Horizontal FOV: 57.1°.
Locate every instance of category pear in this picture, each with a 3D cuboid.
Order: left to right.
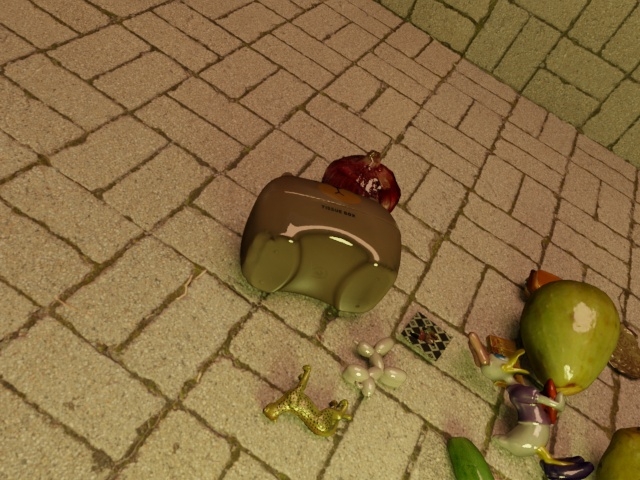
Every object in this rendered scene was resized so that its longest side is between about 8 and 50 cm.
[{"bbox_3d":[0.793,0.603,1.386,0.269,0.269,0.321,-5,71,-31],"label":"pear"}]

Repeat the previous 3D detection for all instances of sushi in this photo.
[{"bbox_3d":[0.282,0.263,1.586,0.120,0.026,0.126,38,39,12],"label":"sushi"}]

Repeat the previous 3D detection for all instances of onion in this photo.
[{"bbox_3d":[0.130,-0.171,1.767,0.252,0.219,0.252,17,35,-12],"label":"onion"}]

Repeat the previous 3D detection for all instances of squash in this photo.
[{"bbox_3d":[0.358,0.569,1.300,0.082,0.082,0.292,3,49,-26],"label":"squash"}]

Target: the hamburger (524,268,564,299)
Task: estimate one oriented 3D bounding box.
[{"bbox_3d":[0.715,0.172,1.854,0.166,0.087,0.137,31,44,3],"label":"hamburger"}]

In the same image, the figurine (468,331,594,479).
[{"bbox_3d":[0.504,0.417,1.472,0.194,0.154,0.420,-21,68,5],"label":"figurine"}]

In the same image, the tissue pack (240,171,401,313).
[{"bbox_3d":[0.000,0.000,1.501,0.388,0.267,0.276,16,42,-13],"label":"tissue pack"}]

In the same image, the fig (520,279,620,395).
[{"bbox_3d":[0.684,0.269,1.633,0.258,0.258,0.326,27,57,-3],"label":"fig"}]

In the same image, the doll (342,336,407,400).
[{"bbox_3d":[0.127,0.311,1.432,0.160,0.059,0.160,2,50,-26],"label":"doll"}]

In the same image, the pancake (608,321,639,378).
[{"bbox_3d":[0.954,0.334,1.874,0.212,0.029,0.235,19,44,-11],"label":"pancake"}]

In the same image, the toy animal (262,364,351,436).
[{"bbox_3d":[-0.021,0.379,1.295,0.181,0.073,0.136,42,51,-5],"label":"toy animal"}]

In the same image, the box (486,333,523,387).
[{"bbox_3d":[0.513,0.339,1.638,0.089,0.022,0.156,19,44,-12],"label":"box"}]
